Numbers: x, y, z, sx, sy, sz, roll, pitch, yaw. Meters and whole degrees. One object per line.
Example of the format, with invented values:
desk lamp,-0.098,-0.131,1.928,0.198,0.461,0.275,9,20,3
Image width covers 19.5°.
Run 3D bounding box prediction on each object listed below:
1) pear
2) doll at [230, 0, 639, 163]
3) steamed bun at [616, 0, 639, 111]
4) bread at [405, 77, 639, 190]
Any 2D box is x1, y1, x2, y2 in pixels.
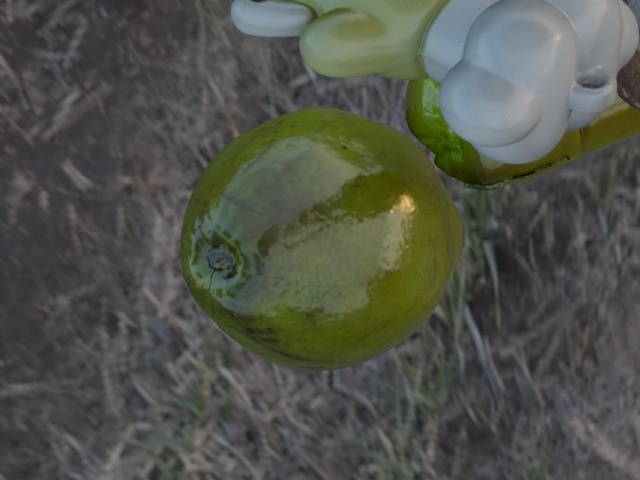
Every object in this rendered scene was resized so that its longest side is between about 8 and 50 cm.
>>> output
pear,0.000,0.000,1.482,0.212,0.269,0.212,7,101,41
doll,0.039,-0.086,0.667,0.162,0.062,0.106,34,54,28
steamed bun,0.200,-0.165,1.037,0.106,0.145,0.175,0,109,12
bread,0.243,-0.154,1.350,0.384,0.166,0.112,-20,110,-4
